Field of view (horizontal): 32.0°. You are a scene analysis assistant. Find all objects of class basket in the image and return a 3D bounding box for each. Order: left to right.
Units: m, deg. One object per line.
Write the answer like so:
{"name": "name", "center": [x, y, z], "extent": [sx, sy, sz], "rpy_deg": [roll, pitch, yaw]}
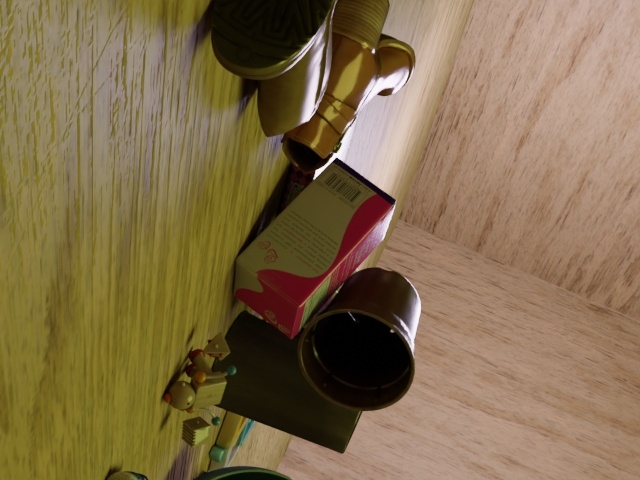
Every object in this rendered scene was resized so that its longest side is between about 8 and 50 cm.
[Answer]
{"name": "basket", "center": [-0.043, 0.226, 1.723], "extent": [0.204, 0.227, 0.154], "rpy_deg": [97, 18, -70]}

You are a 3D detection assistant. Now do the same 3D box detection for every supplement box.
{"name": "supplement box", "center": [-0.009, 0.010, 1.547], "extent": [0.220, 0.111, 0.114], "rpy_deg": [-46, 165, -27]}

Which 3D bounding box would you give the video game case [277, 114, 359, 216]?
{"name": "video game case", "center": [0.001, -0.121, 1.678], "extent": [0.210, 0.042, 0.232], "rpy_deg": [-58, 169, -49]}

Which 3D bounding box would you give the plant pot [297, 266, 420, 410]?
{"name": "plant pot", "center": [0.070, 0.131, 1.605], "extent": [0.165, 0.167, 0.167], "rpy_deg": [-59, 170, -59]}

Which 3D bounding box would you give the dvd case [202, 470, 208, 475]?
{"name": "dvd case", "center": [-0.215, 0.524, 1.935], "extent": [0.164, 0.018, 0.221], "rpy_deg": [8, -108, 64]}

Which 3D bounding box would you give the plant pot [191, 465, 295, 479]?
{"name": "plant pot", "center": [-0.146, 0.487, 1.766], "extent": [0.290, 0.290, 0.195], "rpy_deg": [-66, -161, -8]}

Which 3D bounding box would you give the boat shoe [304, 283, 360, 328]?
{"name": "boat shoe", "center": [-0.006, 0.095, 1.709], "extent": [0.258, 0.084, 0.095], "rpy_deg": [15, 119, -50]}

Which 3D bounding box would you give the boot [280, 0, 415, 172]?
{"name": "boot", "center": [0.036, -0.182, 1.450], "extent": [0.283, 0.109, 0.220], "rpy_deg": [65, 47, -78]}

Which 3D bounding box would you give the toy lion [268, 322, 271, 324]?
{"name": "toy lion", "center": [-0.096, 0.191, 1.841], "extent": [0.034, 0.096, 0.100], "rpy_deg": [-37, 109, -85]}

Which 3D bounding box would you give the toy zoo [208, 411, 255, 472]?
{"name": "toy zoo", "center": [-0.141, 0.319, 2.106], "extent": [0.293, 0.030, 0.192], "rpy_deg": [-57, 168, -59]}

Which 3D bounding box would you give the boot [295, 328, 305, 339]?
{"name": "boot", "center": [-0.030, 0.142, 1.811], "extent": [0.077, 0.198, 0.137], "rpy_deg": [-39, 172, 8]}

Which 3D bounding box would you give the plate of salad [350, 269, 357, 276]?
{"name": "plate of salad", "center": [0.013, 0.058, 1.962], "extent": [0.200, 0.048, 0.199], "rpy_deg": [3, 86, -53]}

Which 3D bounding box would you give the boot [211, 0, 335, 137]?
{"name": "boot", "center": [-0.032, -0.177, 1.051], "extent": [0.269, 0.089, 0.236], "rpy_deg": [103, 12, -62]}

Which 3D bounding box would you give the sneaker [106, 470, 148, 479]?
{"name": "sneaker", "center": [-0.238, 0.341, 1.291], "extent": [0.084, 0.058, 0.152], "rpy_deg": [44, 63, -74]}

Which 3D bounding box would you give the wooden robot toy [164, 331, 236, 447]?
{"name": "wooden robot toy", "center": [-0.169, 0.191, 1.414], "extent": [0.079, 0.076, 0.173], "rpy_deg": [-12, 135, -37]}
